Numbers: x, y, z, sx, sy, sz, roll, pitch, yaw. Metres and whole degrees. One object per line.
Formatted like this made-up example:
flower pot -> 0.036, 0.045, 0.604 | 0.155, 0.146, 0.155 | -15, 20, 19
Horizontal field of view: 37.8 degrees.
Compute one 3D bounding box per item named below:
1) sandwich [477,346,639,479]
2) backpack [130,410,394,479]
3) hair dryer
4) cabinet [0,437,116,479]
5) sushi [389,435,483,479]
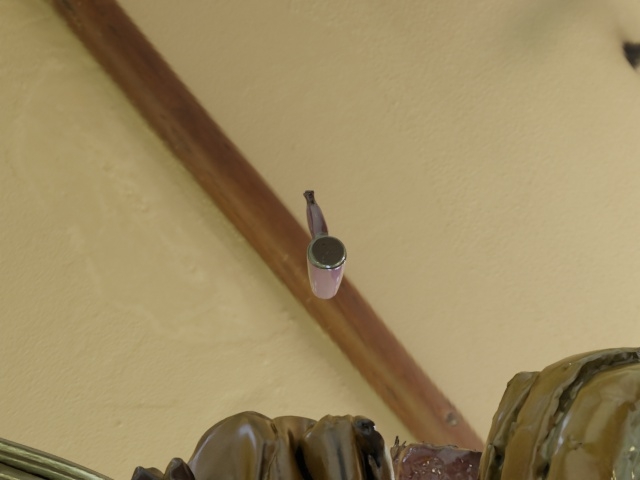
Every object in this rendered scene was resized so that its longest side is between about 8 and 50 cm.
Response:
sandwich -> 0.168, 0.194, 0.408 | 0.249, 0.095, 0.273 | 22, -110, -20
backpack -> -0.022, 0.330, 0.763 | 0.201, 0.353, 0.378 | -8, -143, 2
hair dryer -> 0.000, -0.006, 1.314 | 0.054, 0.106, 0.154 | -6, -118, -6
cabinet -> -0.366, 0.408, 1.002 | 0.290, 0.228, 0.317 | 36, -139, -39
sushi -> 0.148, 0.315, 1.227 | 0.161, 0.241, 0.107 | 26, -109, -49
